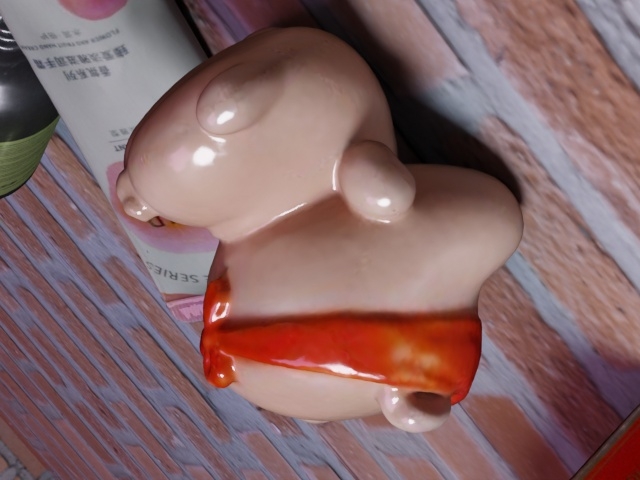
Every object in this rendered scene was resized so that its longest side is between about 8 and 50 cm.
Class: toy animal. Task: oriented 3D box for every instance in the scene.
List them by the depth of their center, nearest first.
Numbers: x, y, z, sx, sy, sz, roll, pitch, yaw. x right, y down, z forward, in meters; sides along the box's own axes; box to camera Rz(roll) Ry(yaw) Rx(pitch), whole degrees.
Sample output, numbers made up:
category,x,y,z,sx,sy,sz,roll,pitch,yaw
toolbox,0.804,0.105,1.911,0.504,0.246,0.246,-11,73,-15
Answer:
category,x,y,z,sx,sy,sz,roll,pitch,yaw
toy animal,0.000,0.000,0.685,0.198,0.171,0.171,61,156,-12

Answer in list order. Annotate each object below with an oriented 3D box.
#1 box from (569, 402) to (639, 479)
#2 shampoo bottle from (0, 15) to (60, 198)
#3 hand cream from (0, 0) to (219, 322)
category,x,y,z,sx,sy,sz,roll,pitch,yaw
box,0.136,0.150,0.730,0.048,0.112,0.175,41,156,18
shampoo bottle,-0.215,-0.105,0.956,0.101,0.101,0.284,48,158,-2
hand cream,-0.103,-0.076,0.825,0.124,0.078,0.341,-9,128,25
